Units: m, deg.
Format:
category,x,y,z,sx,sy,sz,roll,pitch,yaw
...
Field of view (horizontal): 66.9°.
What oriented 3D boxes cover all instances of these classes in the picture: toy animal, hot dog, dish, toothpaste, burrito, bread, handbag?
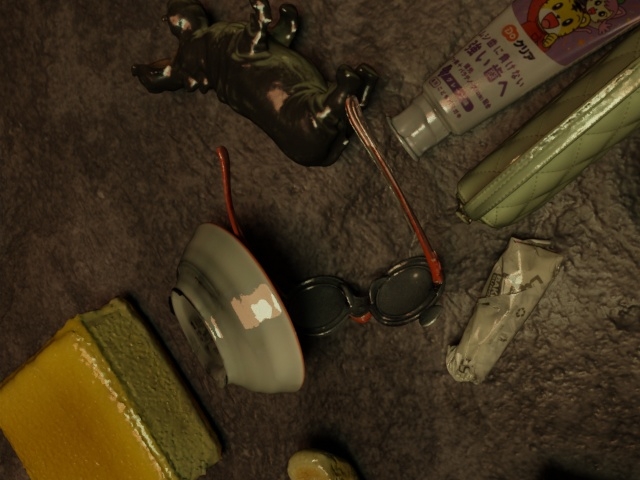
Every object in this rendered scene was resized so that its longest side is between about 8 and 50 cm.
category,x,y,z,sx,sy,sz,roll,pitch,yaw
toy animal,-0.092,-0.222,0.614,0.343,0.106,0.168,29,119,21
hot dog,0.040,0.403,0.718,0.084,0.073,0.243,-29,92,30
dish,-0.133,0.111,0.645,0.260,0.085,0.260,37,143,35
toothpaste,0.208,-0.199,0.516,0.299,0.073,0.114,-36,76,19
burrito,0.213,0.087,0.581,0.064,0.064,0.203,29,110,14
bread,-0.379,0.313,0.836,0.323,0.143,0.333,-33,88,25
handbag,0.232,-0.100,0.440,0.079,0.219,0.256,50,116,8

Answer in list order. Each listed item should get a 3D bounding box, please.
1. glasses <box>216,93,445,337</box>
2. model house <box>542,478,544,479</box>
category,x,y,z,sx,sy,sz,roll,pitch,yaw
glasses,0.000,0.000,0.564,0.234,0.118,0.268,-13,128,27
model house,0.330,0.399,0.551,0.195,0.160,0.254,10,104,20
